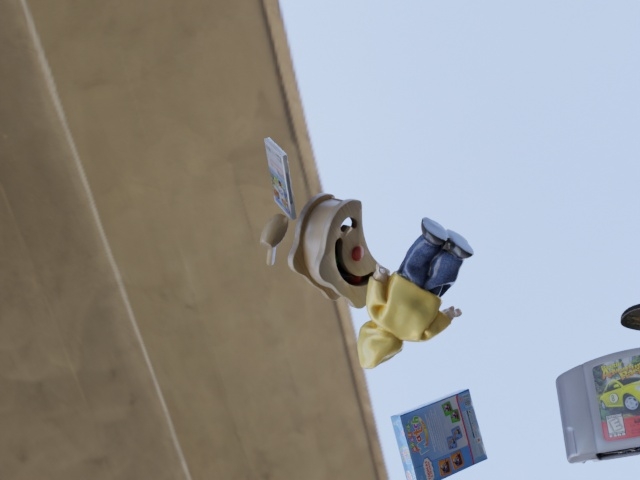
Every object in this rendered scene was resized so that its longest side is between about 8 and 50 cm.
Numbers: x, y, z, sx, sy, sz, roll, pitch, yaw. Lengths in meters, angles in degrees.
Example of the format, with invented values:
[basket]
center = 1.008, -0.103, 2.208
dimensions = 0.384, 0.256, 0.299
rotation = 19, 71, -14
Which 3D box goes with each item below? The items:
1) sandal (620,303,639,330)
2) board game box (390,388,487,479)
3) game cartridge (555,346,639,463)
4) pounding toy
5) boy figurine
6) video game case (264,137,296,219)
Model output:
[sandal]
center = 0.480, 0.120, 1.093
dimensions = 0.040, 0.179, 0.067
rotation = -64, -35, -25
[board game box]
center = 0.256, 0.423, 1.798
dimensions = 0.212, 0.039, 0.160
rotation = -11, -95, -38
[game cartridge]
center = 0.592, 0.298, 1.563
dimensions = 0.060, 0.294, 0.196
rotation = 50, -148, -41
[pounding toy]
center = 0.000, 0.000, 1.497
dimensions = 0.269, 0.155, 0.154
rotation = 43, -110, -45
[boy figurine]
center = 0.158, 0.109, 1.462
dimensions = 0.177, 0.092, 0.285
rotation = 24, -69, -12
[video game case]
center = -0.068, -0.105, 1.425
dimensions = 0.011, 0.087, 0.122
rotation = -18, -58, -17
